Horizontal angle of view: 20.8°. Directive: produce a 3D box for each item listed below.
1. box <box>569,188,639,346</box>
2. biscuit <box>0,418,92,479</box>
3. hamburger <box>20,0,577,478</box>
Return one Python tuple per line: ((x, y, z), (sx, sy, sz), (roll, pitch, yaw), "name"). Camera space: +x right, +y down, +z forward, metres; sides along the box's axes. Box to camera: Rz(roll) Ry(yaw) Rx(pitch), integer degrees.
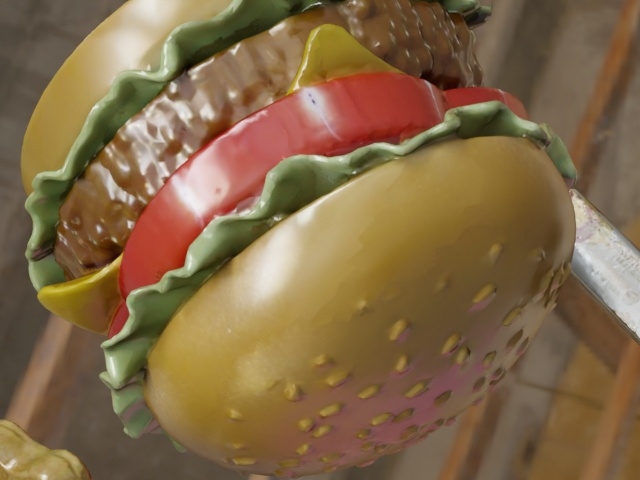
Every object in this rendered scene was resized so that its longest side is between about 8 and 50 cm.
((0.202, 0.052, 0.997), (0.041, 0.207, 0.050), (-41, -30, -1), "box")
((-0.121, 0.185, 0.815), (0.036, 0.166, 0.225), (-34, -70, -43), "biscuit")
((0.000, 0.000, 0.862), (0.274, 0.212, 0.274), (-28, -24, -14), "hamburger")
